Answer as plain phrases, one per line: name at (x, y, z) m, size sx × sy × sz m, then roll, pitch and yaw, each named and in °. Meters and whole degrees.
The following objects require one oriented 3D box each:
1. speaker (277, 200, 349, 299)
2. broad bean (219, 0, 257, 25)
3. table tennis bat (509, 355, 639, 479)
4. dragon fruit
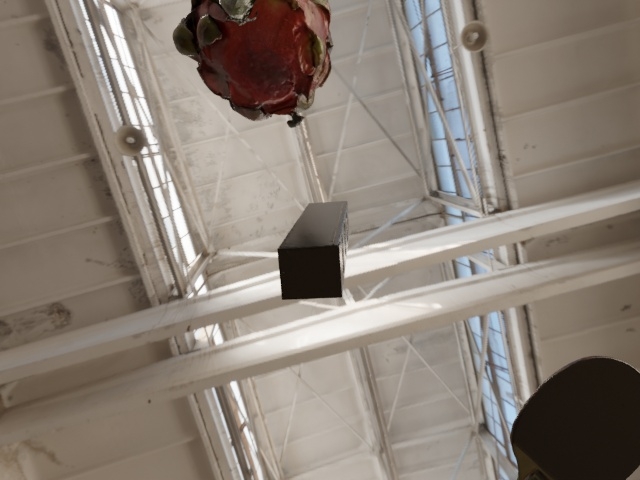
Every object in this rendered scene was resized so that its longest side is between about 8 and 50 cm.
speaker at (0.000, 0.000, 0.406) m, size 0.046 × 0.191 × 0.040 m, roll -3°, pitch -76°, yaw 6°
broad bean at (-0.030, -0.236, 0.354) m, size 0.039 × 0.227 × 0.069 m, roll 49°, pitch -124°, yaw -13°
table tennis bat at (0.274, 0.252, 0.531) m, size 0.154 × 0.021 × 0.274 m, roll 44°, pitch -89°, yaw -5°
dragon fruit at (-0.100, -0.297, 0.712) m, size 0.228 × 0.307 × 0.243 m, roll 26°, pitch -118°, yaw -14°
